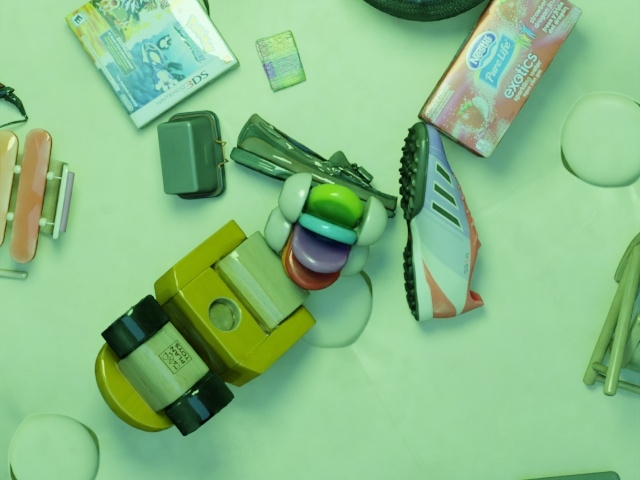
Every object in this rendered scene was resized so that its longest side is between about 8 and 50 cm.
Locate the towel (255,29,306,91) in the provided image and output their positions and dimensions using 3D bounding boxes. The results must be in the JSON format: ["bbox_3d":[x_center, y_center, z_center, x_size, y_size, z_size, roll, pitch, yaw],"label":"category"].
[{"bbox_3d":[-0.060,-0.277,1.923,0.060,0.009,0.083,-19,95,2],"label":"towel"}]

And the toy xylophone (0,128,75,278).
[{"bbox_3d":[-0.531,-0.057,1.918,0.322,0.081,0.236,2,95,2],"label":"toy xylophone"}]

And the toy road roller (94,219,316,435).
[{"bbox_3d":[-0.194,0.147,1.895,0.329,0.240,0.202,-41,93,-33],"label":"toy road roller"}]

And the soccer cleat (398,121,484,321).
[{"bbox_3d":[0.182,-0.029,1.866,0.116,0.109,0.318,-6,114,-4],"label":"soccer cleat"}]

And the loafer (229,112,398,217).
[{"bbox_3d":[-0.002,-0.113,1.896,0.267,0.096,0.084,21,89,2],"label":"loafer"}]

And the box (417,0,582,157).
[{"bbox_3d":[0.261,-0.259,1.857,0.122,0.128,0.257,32,95,-2],"label":"box"}]

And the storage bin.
[{"bbox_3d":[-0.194,-0.126,1.890,0.098,0.091,0.135,-4,96,15],"label":"storage bin"}]

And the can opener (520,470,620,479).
[{"bbox_3d":[0.331,0.414,1.950,0.280,0.074,0.093,-10,129,4],"label":"can opener"}]

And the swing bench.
[{"bbox_3d":[0.559,0.136,1.869,0.253,0.165,0.255,17,90,1],"label":"swing bench"}]

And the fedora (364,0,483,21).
[{"bbox_3d":[0.159,-0.482,1.828,0.333,0.152,0.334,0,95,1],"label":"fedora"}]

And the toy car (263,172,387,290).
[{"bbox_3d":[0.000,0.000,1.822,0.159,0.136,0.182,21,140,-6],"label":"toy car"}]

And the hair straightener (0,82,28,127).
[{"bbox_3d":[-0.556,-0.237,1.928,0.230,0.047,0.089,32,95,-6],"label":"hair straightener"}]

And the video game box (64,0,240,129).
[{"bbox_3d":[-0.255,-0.303,1.908,0.187,0.048,0.205,-34,93,1],"label":"video game box"}]
